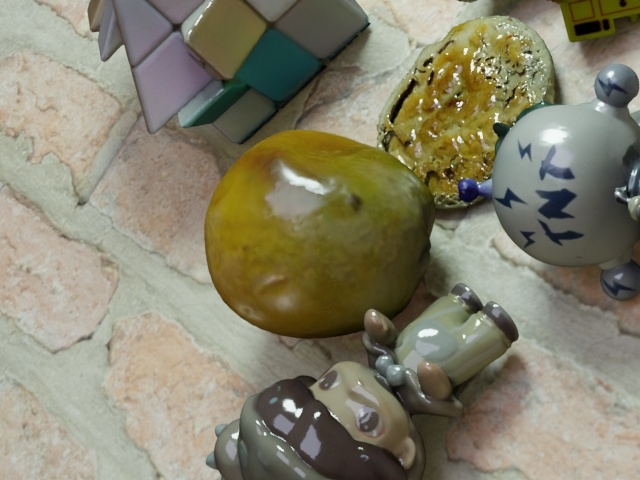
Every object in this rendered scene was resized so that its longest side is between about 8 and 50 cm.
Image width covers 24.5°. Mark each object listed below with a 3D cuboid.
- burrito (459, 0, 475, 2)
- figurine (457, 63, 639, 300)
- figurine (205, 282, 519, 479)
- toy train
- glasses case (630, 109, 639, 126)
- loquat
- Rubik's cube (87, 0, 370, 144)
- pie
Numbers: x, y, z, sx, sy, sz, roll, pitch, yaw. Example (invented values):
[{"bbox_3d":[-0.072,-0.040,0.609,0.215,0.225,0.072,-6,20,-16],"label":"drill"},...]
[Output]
[{"bbox_3d":[0.298,-0.415,1.907,0.299,0.105,0.143,-21,34,25],"label":"burrito"},{"bbox_3d":[0.348,-0.061,1.622,0.381,0.186,0.261,6,91,35],"label":"figurine"},{"bbox_3d":[0.059,0.203,1.715,0.380,0.203,0.248,-43,56,-6],"label":"figurine"},{"bbox_3d":[0.363,-0.320,1.812,0.219,0.127,0.089,-11,29,13],"label":"toy train"},{"bbox_3d":[0.422,-0.134,1.713,0.205,0.047,0.071,-21,56,26],"label":"glasses case"},{"bbox_3d":[0.000,0.000,1.822,0.283,0.276,0.276,11,72,18],"label":"loquat"},{"bbox_3d":[-0.143,-0.353,2.060,0.387,0.368,0.358,-42,31,11],"label":"Rubik's cube"},{"bbox_3d":[0.185,-0.166,1.904,0.274,0.055,0.274,-19,59,34],"label":"pie"}]
